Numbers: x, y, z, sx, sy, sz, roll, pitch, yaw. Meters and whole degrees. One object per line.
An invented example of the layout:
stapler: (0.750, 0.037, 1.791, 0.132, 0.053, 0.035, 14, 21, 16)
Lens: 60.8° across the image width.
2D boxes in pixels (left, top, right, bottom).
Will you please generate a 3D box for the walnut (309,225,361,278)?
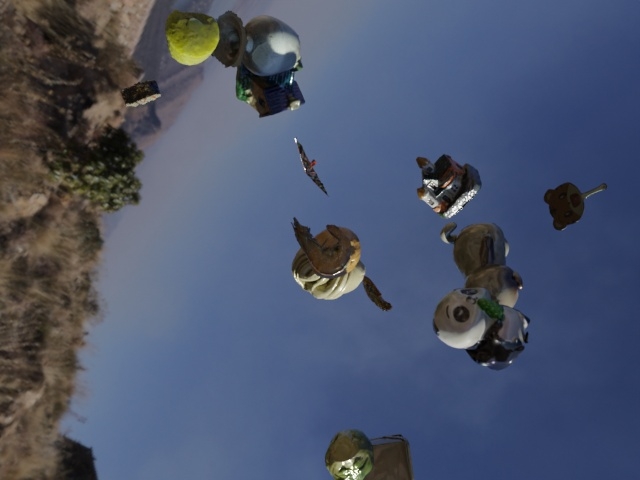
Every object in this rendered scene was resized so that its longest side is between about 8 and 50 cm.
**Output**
walnut: (0.053, 0.044, 2.060, 0.193, 0.193, 0.225, -39, 169, 38)

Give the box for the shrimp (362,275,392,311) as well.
shrimp: (0.262, 0.248, 2.581, 0.053, 0.133, 0.236, -19, -140, -20)

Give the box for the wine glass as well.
wine glass: (-0.237, -0.743, 2.077, 0.323, 0.238, 0.238, -17, 166, -46)

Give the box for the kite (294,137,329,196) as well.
kite: (-0.030, -0.241, 1.834, 0.009, 0.232, 0.189, -29, 179, -12)

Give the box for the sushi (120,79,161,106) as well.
sushi: (-0.700, -0.575, 2.134, 0.150, 0.078, 0.090, -16, -170, 10)

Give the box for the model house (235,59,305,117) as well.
model house: (-0.206, -0.722, 2.469, 0.245, 0.280, 0.312, -26, 150, -34)

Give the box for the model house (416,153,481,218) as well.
model house: (0.577, -0.292, 2.643, 0.271, 0.301, 0.190, -46, -162, 33)

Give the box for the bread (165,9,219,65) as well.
bread: (-0.321, -0.496, 1.350, 0.114, 0.129, 0.111, 176, -77, -72)

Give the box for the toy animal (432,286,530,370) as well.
toy animal: (0.476, 0.249, 1.632, 0.213, 0.266, 0.212, -56, -177, 5)

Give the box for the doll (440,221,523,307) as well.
doll: (0.593, 0.100, 1.950, 0.226, 0.215, 0.370, -18, -121, 7)

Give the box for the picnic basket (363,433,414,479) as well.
picnic basket: (0.199, 0.811, 1.975, 0.139, 0.266, 0.165, 65, 15, -79)

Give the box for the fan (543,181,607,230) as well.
fan: (0.838, -0.135, 1.787, 0.226, 0.008, 0.153, -37, -123, 54)

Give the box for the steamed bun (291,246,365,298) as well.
steamed bun: (0.016, 0.139, 2.295, 0.276, 0.289, 0.203, -54, -176, 47)

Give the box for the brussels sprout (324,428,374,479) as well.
brussels sprout: (0.091, 0.664, 1.687, 0.161, 0.181, 0.144, -31, -132, -24)

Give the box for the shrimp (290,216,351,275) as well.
shrimp: (0.001, 0.001, 1.739, 0.143, 0.251, 0.052, -41, 162, 0)
